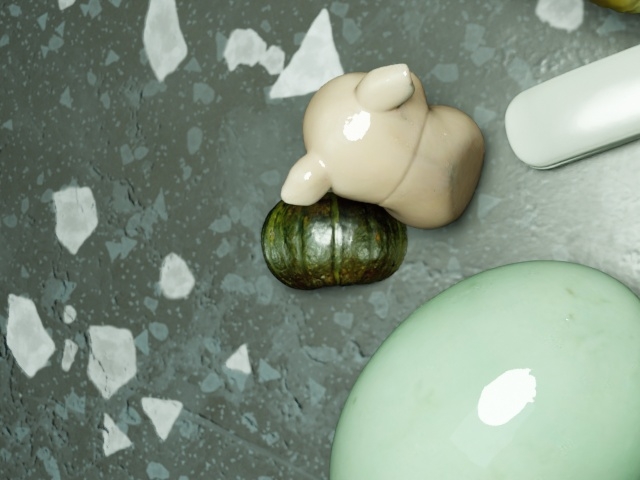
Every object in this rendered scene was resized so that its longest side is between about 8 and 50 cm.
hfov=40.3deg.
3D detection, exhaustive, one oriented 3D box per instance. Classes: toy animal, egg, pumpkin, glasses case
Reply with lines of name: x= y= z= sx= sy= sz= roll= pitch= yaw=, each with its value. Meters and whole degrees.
toy animal: x=0.080 y=-0.092 z=0.921 sx=0.154 sy=0.250 sz=0.167 roll=34 pitch=103 yaw=39
egg: x=0.167 y=0.190 z=0.857 sx=0.276 sy=0.276 sz=0.389 roll=45 pitch=110 yaw=20
pumpkin: x=0.000 y=0.000 z=1.040 sx=0.183 sy=0.107 sz=0.119 roll=-7 pitch=91 yaw=27
glasses case: x=0.310 y=-0.147 z=0.917 sx=0.233 sy=0.059 sz=0.092 roll=-21 pitch=81 yaw=23

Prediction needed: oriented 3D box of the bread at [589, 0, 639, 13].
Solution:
bread: x=0.259 y=-0.340 z=0.822 sx=0.341 sy=0.300 sz=0.210 roll=38 pitch=106 yaw=17
